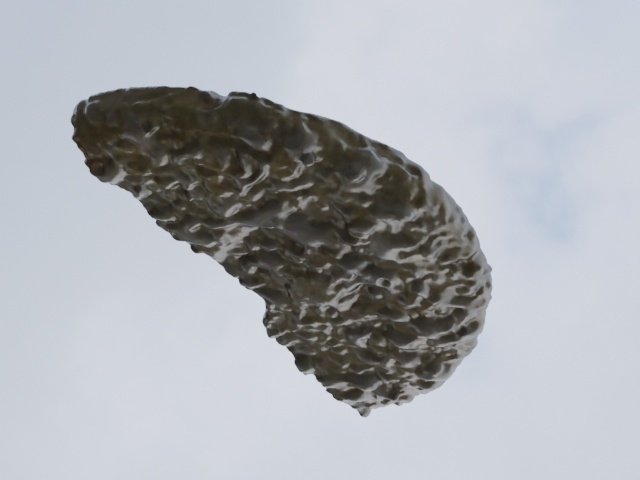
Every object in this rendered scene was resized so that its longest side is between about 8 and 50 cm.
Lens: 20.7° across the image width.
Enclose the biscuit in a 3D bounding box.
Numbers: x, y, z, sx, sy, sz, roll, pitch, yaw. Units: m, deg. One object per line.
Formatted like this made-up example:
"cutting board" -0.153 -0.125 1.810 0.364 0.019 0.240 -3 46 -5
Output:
"biscuit" 0.004 0.001 0.829 0.133 0.250 0.032 -16 -136 33
